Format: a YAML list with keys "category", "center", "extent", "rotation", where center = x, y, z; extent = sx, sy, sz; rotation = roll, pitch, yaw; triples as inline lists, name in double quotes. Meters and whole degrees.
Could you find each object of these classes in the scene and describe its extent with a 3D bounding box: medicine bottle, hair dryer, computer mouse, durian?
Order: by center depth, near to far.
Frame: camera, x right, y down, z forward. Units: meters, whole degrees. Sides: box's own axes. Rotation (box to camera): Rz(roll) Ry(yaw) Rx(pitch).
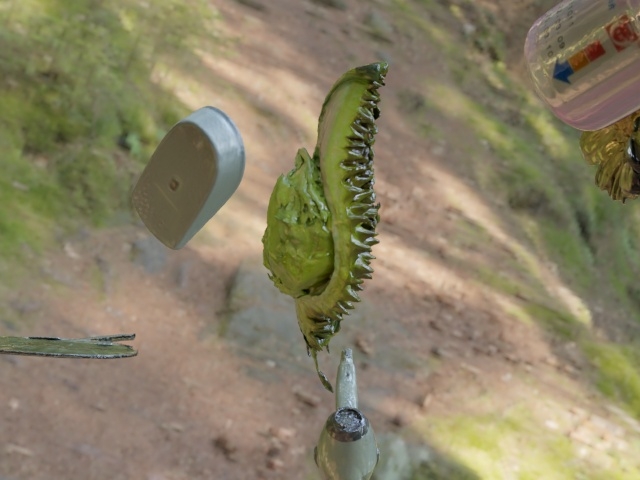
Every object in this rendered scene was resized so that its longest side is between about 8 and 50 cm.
- category: "durian"
  center: [0.006, -0.001, 1.233]
  extent: [0.132, 0.375, 0.106]
  rotation: [21, 29, 19]
- category: "medicine bottle"
  center: [0.352, -0.231, 1.312]
  extent: [0.152, 0.152, 0.254]
  rotation: [19, -33, -32]
- category: "hair dryer"
  center: [0.034, 0.294, 1.721]
  extent: [0.088, 0.219, 0.225]
  rotation: [2, 21, -1]
- category: "computer mouse"
  center: [-0.184, -0.092, 1.774]
  extent: [0.079, 0.231, 0.128]
  rotation: [-14, 62, -50]

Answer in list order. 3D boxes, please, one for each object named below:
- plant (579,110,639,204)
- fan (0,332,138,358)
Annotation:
- category: "plant"
  center: [0.460, -0.177, 1.710]
  extent: [0.297, 0.261, 0.306]
  rotation: [10, -4, -19]
- category: "fan"
  center: [-0.252, 0.104, 1.227]
  extent: [0.294, 0.012, 0.223]
  rotation: [4, -2, -42]
